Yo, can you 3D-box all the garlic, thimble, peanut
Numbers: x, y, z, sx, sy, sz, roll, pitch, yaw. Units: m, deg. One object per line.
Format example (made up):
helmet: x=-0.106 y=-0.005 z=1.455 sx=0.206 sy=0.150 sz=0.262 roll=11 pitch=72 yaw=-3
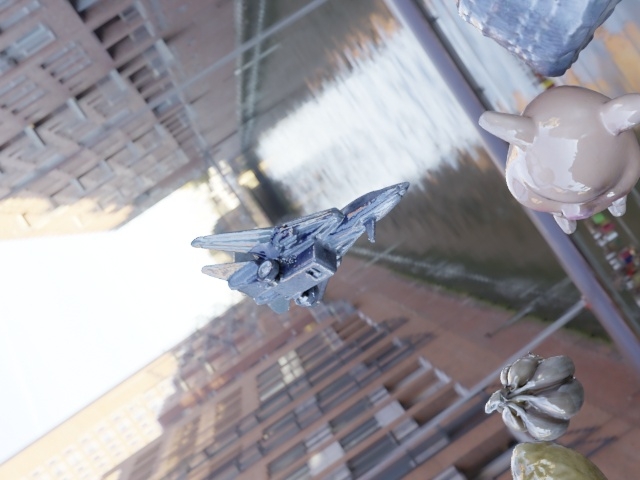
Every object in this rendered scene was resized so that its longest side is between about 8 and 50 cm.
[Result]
garlic: x=0.308 y=0.224 z=1.416 sx=0.127 sy=0.131 sz=0.194 roll=20 pitch=-173 yaw=38
thimble: x=0.266 y=-0.316 z=1.074 sx=0.172 sy=0.236 sz=0.205 roll=39 pitch=-168 yaw=6
peanut: x=0.293 y=0.339 z=1.079 sx=0.253 sy=0.122 sz=0.137 roll=62 pitch=175 yaw=-4

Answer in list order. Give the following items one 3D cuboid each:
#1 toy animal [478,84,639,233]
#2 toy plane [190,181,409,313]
toy animal: x=0.289 y=-0.099 z=1.095 sx=0.154 sy=0.166 sz=0.250 roll=67 pitch=-169 yaw=11
toy plane: x=0.000 y=0.010 z=1.128 sx=0.212 sy=0.267 sz=0.088 roll=32 pitch=-134 yaw=-38
